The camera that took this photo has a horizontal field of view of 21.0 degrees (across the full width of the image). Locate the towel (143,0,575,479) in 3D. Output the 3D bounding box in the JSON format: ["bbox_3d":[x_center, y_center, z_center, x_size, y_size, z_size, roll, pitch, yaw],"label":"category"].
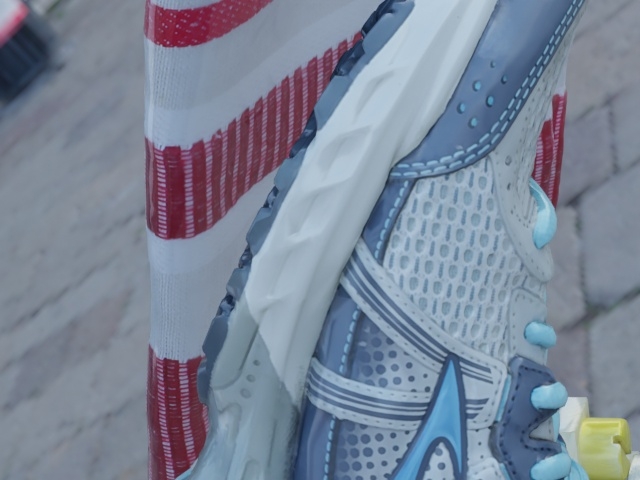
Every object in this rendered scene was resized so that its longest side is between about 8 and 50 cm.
[{"bbox_3d":[0.025,-0.050,0.613,0.037,0.329,0.237,28,43,29],"label":"towel"}]

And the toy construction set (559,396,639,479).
[{"bbox_3d":[0.119,0.237,0.887,0.215,0.151,0.328,7,-84,-70],"label":"toy construction set"}]

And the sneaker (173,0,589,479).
[{"bbox_3d":[0.027,0.049,0.467,0.110,0.122,0.283,-66,-2,-78],"label":"sneaker"}]
